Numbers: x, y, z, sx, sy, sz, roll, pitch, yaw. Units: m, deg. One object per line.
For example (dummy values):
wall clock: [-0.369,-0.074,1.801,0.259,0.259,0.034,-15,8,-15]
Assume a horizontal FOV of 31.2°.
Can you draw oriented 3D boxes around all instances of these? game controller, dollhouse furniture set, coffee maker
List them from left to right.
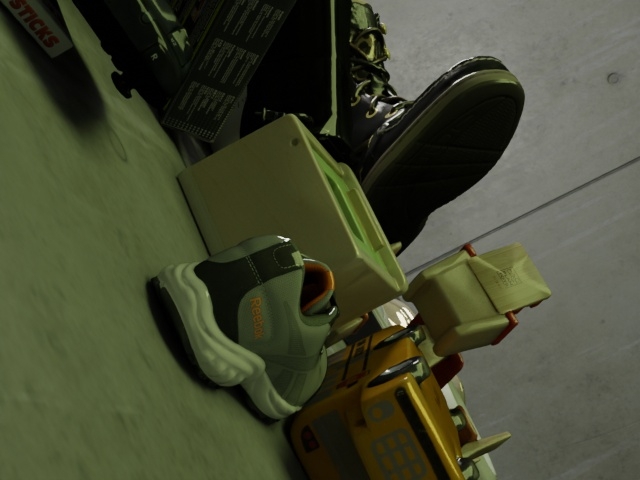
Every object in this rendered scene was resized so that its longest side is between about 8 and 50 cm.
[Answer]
game controller: [-0.198,-0.230,0.794,0.319,0.067,0.166,57,-14,-15]
coffee maker: [-0.017,-0.172,1.140,0.171,0.120,0.178,120,-31,-73]
dollhouse furniture set: [0.129,0.114,1.271,0.262,0.135,0.259,61,-34,19]

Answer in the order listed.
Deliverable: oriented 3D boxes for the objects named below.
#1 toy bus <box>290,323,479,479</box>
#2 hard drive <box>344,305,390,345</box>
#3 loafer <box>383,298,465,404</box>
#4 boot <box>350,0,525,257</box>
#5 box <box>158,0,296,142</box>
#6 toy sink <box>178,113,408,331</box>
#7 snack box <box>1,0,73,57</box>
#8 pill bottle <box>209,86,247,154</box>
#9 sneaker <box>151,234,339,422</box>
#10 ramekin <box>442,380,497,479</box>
toy bus: [0.054,0.158,1.026,0.108,0.130,0.332,64,6,-2]
hard drive: [0.000,0.000,1.619,0.339,0.064,0.237,58,7,-36]
loafer: [0.117,0.176,1.716,0.268,0.092,0.102,-133,-144,-50]
boot: [0.068,-0.159,1.320,0.377,0.138,0.284,-54,-134,52]
box: [-0.084,-0.263,1.105,0.060,0.270,0.216,18,30,-28]
toy sink: [-0.012,0.002,1.095,0.152,0.131,0.234,66,9,21]
snack box: [-0.217,-0.193,0.733,0.064,0.022,0.178,65,5,34]
pill bottle: [-0.088,-0.187,1.325,0.229,0.131,0.131,66,7,32]
sneaker: [-0.027,0.065,0.854,0.100,0.108,0.271,63,4,18]
ramekin: [0.150,0.264,1.522,0.207,0.109,0.207,62,5,-10]
